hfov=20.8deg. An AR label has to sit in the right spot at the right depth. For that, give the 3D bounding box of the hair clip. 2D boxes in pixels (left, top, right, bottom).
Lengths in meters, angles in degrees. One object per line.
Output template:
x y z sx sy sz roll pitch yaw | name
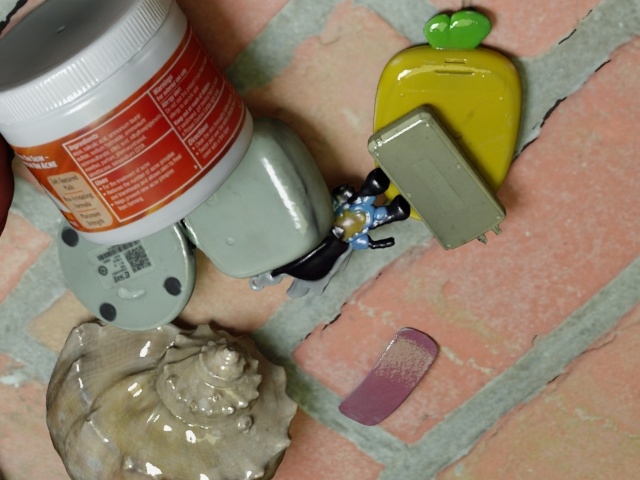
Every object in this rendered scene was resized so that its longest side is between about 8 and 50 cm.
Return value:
0.073 0.153 1.900 0.054 0.022 0.137 31 116 -15 | hair clip

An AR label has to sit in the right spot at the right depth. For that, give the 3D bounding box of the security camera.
-0.130 -0.014 1.757 0.301 0.080 0.157 -24 98 27 | security camera

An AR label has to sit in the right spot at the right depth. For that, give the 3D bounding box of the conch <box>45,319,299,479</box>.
-0.180 0.210 1.848 0.263 0.186 0.324 33 115 0 | conch

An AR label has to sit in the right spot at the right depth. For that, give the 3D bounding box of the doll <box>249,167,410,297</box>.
0.000 0.000 1.773 0.195 0.070 0.096 -33 103 25 | doll

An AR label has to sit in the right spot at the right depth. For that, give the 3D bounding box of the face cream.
-0.189 -0.124 1.617 0.201 0.201 0.187 -27 119 14 | face cream

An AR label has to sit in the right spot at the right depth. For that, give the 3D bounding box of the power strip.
0.120 -0.056 1.736 0.076 0.028 0.169 -30 119 17 | power strip

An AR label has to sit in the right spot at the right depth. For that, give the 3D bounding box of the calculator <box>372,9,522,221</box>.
0.125 -0.119 1.729 0.146 0.032 0.235 1 123 -3 | calculator

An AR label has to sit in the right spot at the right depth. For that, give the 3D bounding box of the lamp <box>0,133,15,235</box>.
-0.386 -0.073 1.648 0.227 0.227 0.227 -1 121 -1 | lamp
